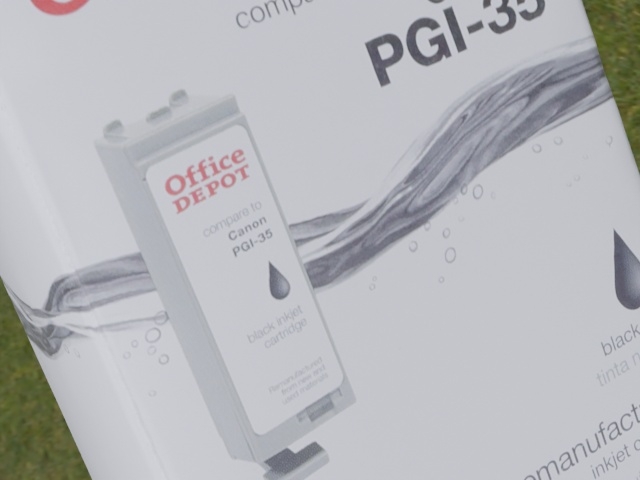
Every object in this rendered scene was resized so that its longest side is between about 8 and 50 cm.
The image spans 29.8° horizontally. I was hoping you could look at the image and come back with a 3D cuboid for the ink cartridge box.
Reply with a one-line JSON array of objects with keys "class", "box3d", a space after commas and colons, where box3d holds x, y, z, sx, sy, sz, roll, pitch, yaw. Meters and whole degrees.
[{"class": "ink cartridge box", "box3d": [0.000, 0.000, 0.428, 0.117, 0.207, 0.283, 4, 118, 65]}]
